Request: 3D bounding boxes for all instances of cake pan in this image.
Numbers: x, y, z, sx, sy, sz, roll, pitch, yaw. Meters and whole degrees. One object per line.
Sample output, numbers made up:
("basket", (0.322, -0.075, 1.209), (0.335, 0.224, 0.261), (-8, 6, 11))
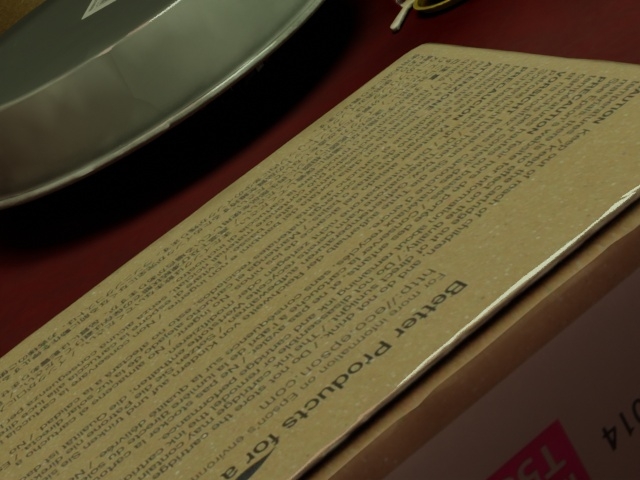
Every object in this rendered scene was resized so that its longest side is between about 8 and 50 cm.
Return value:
("cake pan", (-0.119, -0.127, 0.921), (0.293, 0.054, 0.293), (-28, 23, 13))

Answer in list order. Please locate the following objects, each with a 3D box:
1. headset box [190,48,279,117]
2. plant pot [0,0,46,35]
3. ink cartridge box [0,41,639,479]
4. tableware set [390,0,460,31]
("headset box", (-0.075, -0.105, 0.933), (0.083, 0.032, 0.062), (-15, 28, 33))
("plant pot", (-0.245, -0.260, 1.191), (0.237, 0.254, 0.237), (-26, 23, 12))
("ink cartridge box", (0.009, 0.043, 0.438), (0.234, 0.088, 0.193), (-37, 24, -14))
("tableware set", (0.107, -0.174, 0.850), (0.154, 0.024, 0.104), (-20, 25, 29))
